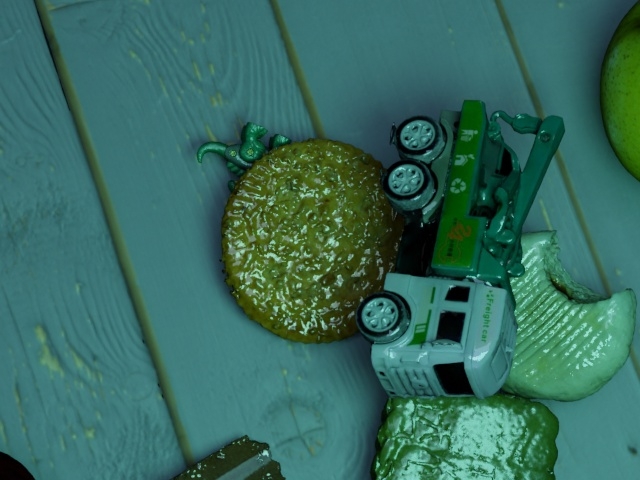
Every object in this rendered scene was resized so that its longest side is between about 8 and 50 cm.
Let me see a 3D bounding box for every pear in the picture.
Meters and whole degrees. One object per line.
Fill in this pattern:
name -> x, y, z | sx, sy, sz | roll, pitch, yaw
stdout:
pear -> 0.471, -0.184, 1.852 | 0.294, 0.294, 0.294 | 1, 78, -5

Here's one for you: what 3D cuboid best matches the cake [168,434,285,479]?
cake -> -0.170, 0.340, 1.794 | 0.295, 0.113, 0.116 | -29, 88, -22

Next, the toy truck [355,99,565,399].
toy truck -> 0.157, 0.004, 1.761 | 0.178, 0.176, 0.363 | 8, 66, 20

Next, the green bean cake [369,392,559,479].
green bean cake -> 0.164, 0.275, 1.809 | 0.214, 0.113, 0.200 | 11, 79, -2

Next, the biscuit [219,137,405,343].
biscuit -> 0.000, 0.000, 1.868 | 0.254, 0.035, 0.253 | 1, 85, -14

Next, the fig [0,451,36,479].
fig -> -0.383, 0.357, 1.735 | 0.204, 0.186, 0.249 | -14, 123, 20

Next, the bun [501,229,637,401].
bun -> 0.280, 0.093, 1.849 | 0.204, 0.126, 0.212 | -23, 73, 14

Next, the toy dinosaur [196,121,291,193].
toy dinosaur -> -0.088, -0.092, 1.896 | 0.132, 0.059, 0.096 | 19, 83, -9
